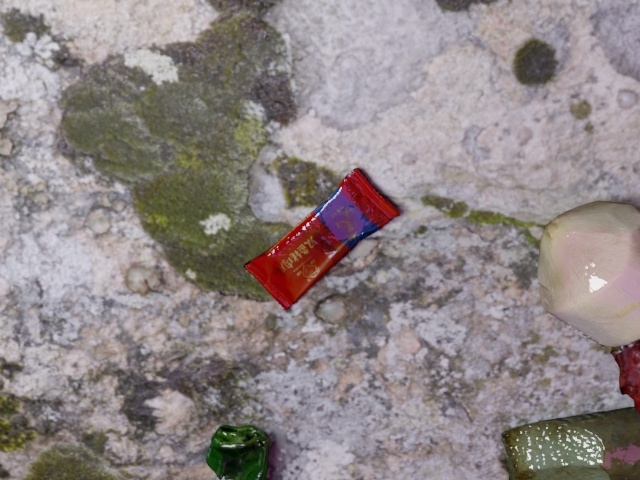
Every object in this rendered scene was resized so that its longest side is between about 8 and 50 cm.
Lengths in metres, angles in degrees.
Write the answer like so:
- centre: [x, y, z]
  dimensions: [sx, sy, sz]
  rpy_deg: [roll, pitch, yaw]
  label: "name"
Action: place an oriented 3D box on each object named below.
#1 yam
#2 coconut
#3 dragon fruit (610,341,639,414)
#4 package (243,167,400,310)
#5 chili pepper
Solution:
- centre: [0.371, 0.271, 1.588]
  dimensions: [0.259, 0.106, 0.106]
  rpy_deg: [-11, 111, 4]
  label: "yam"
- centre: [0.337, 0.036, 1.460]
  dimensions: [0.182, 0.171, 0.171]
  rpy_deg: [31, 109, -14]
  label: "coconut"
- centre: [0.467, 0.162, 1.413]
  dimensions: [0.302, 0.330, 0.240]
  rpy_deg: [3, 108, 28]
  label: "dragon fruit"
- centre: [0.000, 0.000, 1.526]
  dimensions: [0.200, 0.022, 0.083]
  rpy_deg: [-41, 106, 17]
  label: "package"
- centre: [-0.131, 0.364, 1.645]
  dimensions: [0.099, 0.083, 0.253]
  rpy_deg: [21, 107, 3]
  label: "chili pepper"
